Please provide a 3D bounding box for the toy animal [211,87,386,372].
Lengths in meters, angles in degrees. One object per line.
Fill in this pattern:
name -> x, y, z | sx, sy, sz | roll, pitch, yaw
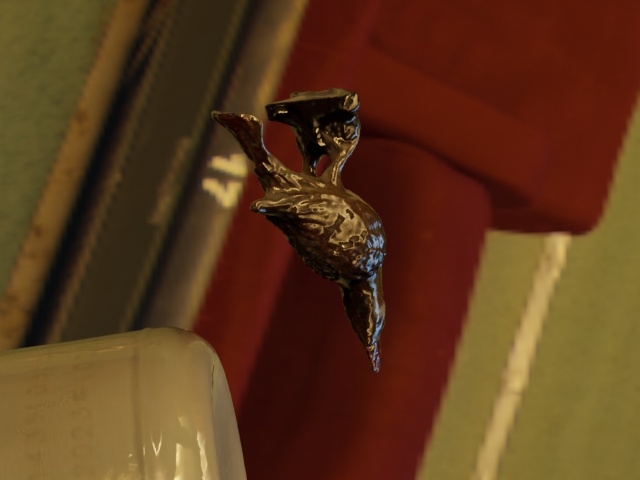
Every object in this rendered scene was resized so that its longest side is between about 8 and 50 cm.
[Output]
toy animal -> 0.003, -0.010, 1.115 | 0.105, 0.070, 0.202 | -46, 127, -40

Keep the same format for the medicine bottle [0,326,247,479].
medicine bottle -> -0.206, 0.195, 1.292 | 0.306, 0.245, 0.245 | -8, 94, 1
